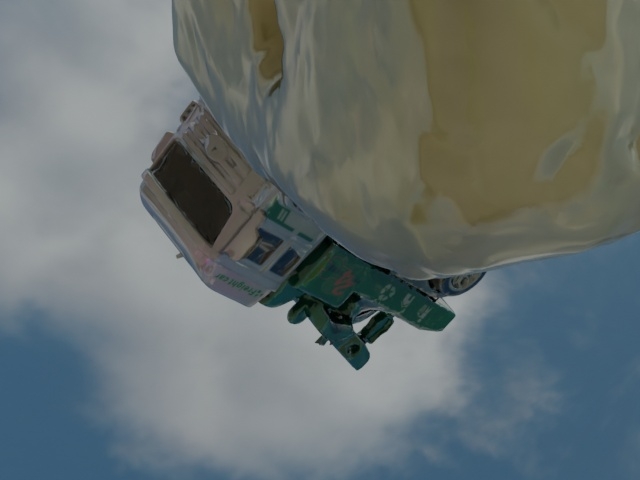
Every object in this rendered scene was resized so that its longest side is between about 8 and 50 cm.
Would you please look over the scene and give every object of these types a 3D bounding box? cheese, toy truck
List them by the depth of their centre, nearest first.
[{"bbox_3d":[0.075,-0.097,0.505,0.251,0.248,0.174,-6,-69,-5],"label":"cheese"},{"bbox_3d":[0.004,-0.006,1.332,0.178,0.363,0.176,-47,-126,6],"label":"toy truck"}]
